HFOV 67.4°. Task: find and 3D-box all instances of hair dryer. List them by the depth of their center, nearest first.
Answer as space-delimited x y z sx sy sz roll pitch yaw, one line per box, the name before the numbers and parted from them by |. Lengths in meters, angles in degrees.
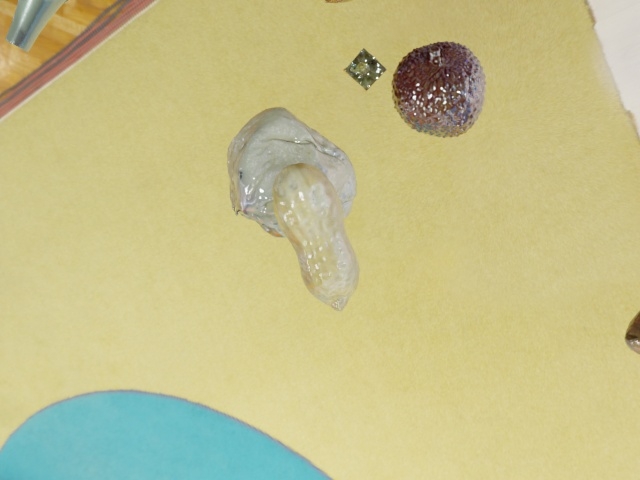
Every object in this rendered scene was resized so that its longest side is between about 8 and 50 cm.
hair dryer | -0.496 -0.424 0.860 0.219 0.088 0.225 -46 48 21

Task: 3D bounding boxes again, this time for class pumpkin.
pumpkin | 0.109 -0.419 1.178 0.083 0.054 0.074 41 103 -4

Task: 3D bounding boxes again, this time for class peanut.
peanut | 0.000 0.000 0.747 0.101 0.117 0.263 -12 116 17

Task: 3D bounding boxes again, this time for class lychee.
lychee | 0.324 -0.409 1.314 0.260 0.260 0.260 5 104 19

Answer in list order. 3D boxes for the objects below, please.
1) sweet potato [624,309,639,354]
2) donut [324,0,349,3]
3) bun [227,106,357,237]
sweet potato | 0.332 0.025 0.386 0.214 0.050 0.050 -38 88 -4
donut | 0.070 -0.741 1.312 0.190 0.075 0.174 1 98 58
bun | -0.073 -0.112 0.931 0.281 0.281 0.205 33 70 10
